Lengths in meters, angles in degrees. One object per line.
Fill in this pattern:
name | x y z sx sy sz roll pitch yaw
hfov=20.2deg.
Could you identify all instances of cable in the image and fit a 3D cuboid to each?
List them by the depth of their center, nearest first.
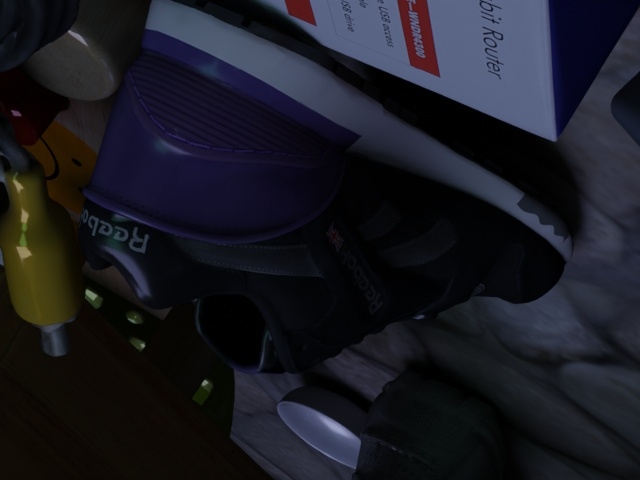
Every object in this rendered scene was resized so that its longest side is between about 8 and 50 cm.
cable | -0.139 -0.065 0.712 0.139 0.072 0.287 45 147 18

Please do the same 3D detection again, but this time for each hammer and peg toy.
hammer and peg toy | -0.136 -0.079 0.874 0.266 0.127 0.361 28 155 13

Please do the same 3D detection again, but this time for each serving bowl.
serving bowl | 0.012 0.125 1.240 0.083 0.027 0.083 28 159 12

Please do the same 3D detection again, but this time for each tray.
tray | -0.072 0.215 0.923 0.076 0.203 0.411 -13 130 43

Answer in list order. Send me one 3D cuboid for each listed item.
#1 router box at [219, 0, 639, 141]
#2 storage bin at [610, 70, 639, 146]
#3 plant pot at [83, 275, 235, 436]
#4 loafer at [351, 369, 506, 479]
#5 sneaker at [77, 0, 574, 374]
router box | -0.048 -0.200 0.538 0.301 0.082 0.335 25 158 20
storage bin | 0.168 -0.024 0.619 0.135 0.098 0.091 44 -176 -27
plant pot | -0.179 0.099 1.129 0.227 0.207 0.228 29 126 -7
loafer | 0.080 0.201 1.191 0.112 0.111 0.319 21 156 30
sneaker | 0.000 0.000 0.762 0.107 0.124 0.283 25 180 39
